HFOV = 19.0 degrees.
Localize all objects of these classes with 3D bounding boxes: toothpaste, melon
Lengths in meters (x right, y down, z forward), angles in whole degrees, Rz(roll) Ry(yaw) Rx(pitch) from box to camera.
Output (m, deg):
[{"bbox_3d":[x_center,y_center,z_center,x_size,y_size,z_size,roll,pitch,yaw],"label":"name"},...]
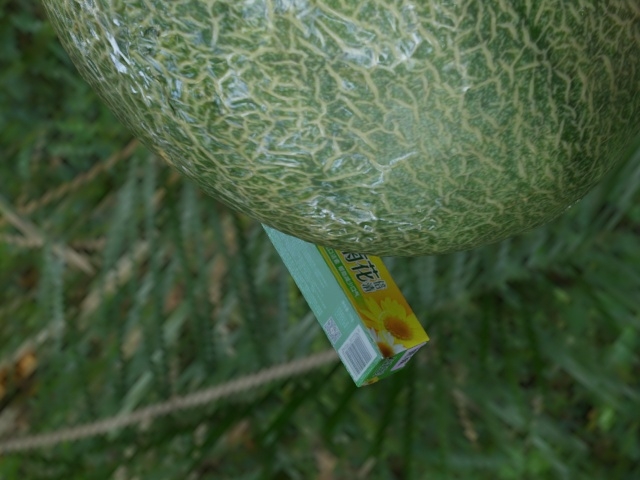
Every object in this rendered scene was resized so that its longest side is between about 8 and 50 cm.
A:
[{"bbox_3d":[0.000,0.000,1.133,0.178,0.037,0.043,59,150,18],"label":"toothpaste"},{"bbox_3d":[0.005,-0.074,0.402,0.139,0.139,0.192,27,162,41],"label":"melon"}]
